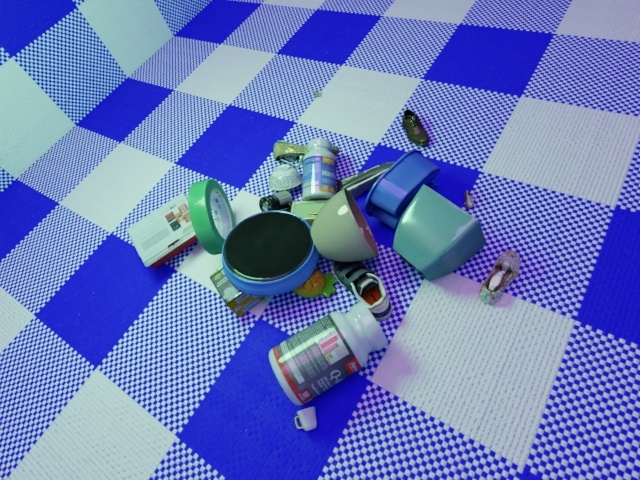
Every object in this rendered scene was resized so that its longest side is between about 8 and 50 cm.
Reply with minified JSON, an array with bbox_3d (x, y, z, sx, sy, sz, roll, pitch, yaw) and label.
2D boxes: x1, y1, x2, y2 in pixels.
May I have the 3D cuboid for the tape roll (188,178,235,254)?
[{"bbox_3d":[-0.456,-0.100,1.730,0.077,0.321,0.321,-13,55,6],"label":"tape roll"}]

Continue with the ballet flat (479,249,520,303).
[{"bbox_3d":[0.644,0.119,1.432,0.091,0.077,0.241,25,67,29],"label":"ballet flat"}]

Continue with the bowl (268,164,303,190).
[{"bbox_3d":[-0.170,-0.306,1.893,0.170,0.080,0.170,-8,31,5],"label":"bowl"}]

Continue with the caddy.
[{"bbox_3d":[0.325,-0.213,1.639,0.341,0.241,0.179,-43,61,-14],"label":"caddy"}]

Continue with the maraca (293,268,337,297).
[{"bbox_3d":[-0.028,0.165,1.580,0.186,0.099,0.127,9,65,-3],"label":"maraca"}]

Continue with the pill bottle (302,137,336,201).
[{"bbox_3d":[-0.003,-0.306,1.797,0.152,0.152,0.272,-2,78,14],"label":"pill bottle"}]

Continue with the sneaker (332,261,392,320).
[{"bbox_3d":[0.151,0.150,1.521,0.126,0.127,0.321,-37,54,-9],"label":"sneaker"}]

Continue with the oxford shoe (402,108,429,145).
[{"bbox_3d":[0.441,-0.532,1.902,0.083,0.096,0.227,-23,56,-2],"label":"oxford shoe"}]

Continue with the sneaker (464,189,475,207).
[{"bbox_3d":[0.613,-0.169,1.660,0.037,0.032,0.083,2,63,1],"label":"sneaker"}]

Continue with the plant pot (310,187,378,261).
[{"bbox_3d":[0.074,-0.031,1.543,0.191,0.284,0.284,-26,54,13],"label":"plant pot"}]

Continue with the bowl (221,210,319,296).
[{"bbox_3d":[-0.199,0.035,1.587,0.391,0.077,0.391,-4,50,5],"label":"bowl"}]

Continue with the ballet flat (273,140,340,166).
[{"bbox_3d":[-0.075,-0.411,1.967,0.349,0.123,0.123,10,61,21],"label":"ballet flat"}]

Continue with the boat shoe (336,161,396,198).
[{"bbox_3d":[0.227,-0.286,1.791,0.335,0.112,0.095,-23,59,4],"label":"boat shoe"}]

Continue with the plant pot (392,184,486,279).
[{"bbox_3d":[0.412,-0.002,1.482,0.252,0.247,0.248,-49,57,3],"label":"plant pot"}]

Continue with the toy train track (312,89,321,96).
[{"bbox_3d":[-0.020,-0.823,2.270,0.048,0.014,0.083,-39,50,-2],"label":"toy train track"}]

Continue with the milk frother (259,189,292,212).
[{"bbox_3d":[-0.203,-0.138,1.831,0.135,0.143,0.129,-26,76,-45],"label":"milk frother"}]

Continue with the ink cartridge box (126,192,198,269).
[{"bbox_3d":[-0.686,-0.024,1.864,0.309,0.130,0.272,-35,57,-8],"label":"ink cartridge box"}]

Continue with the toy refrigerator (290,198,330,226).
[{"bbox_3d":[0.010,-0.115,1.750,0.270,0.094,0.102,-1,57,14],"label":"toy refrigerator"}]

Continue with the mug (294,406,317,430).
[{"bbox_3d":[-0.043,0.592,1.336,0.062,0.078,0.064,-5,60,-27],"label":"mug"}]

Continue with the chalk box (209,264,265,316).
[{"bbox_3d":[-0.348,0.176,1.640,0.132,0.132,0.213,-36,55,-8],"label":"chalk box"}]

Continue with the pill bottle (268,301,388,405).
[{"bbox_3d":[0.029,0.369,1.359,0.363,0.210,0.210,-31,55,-5],"label":"pill bottle"}]
